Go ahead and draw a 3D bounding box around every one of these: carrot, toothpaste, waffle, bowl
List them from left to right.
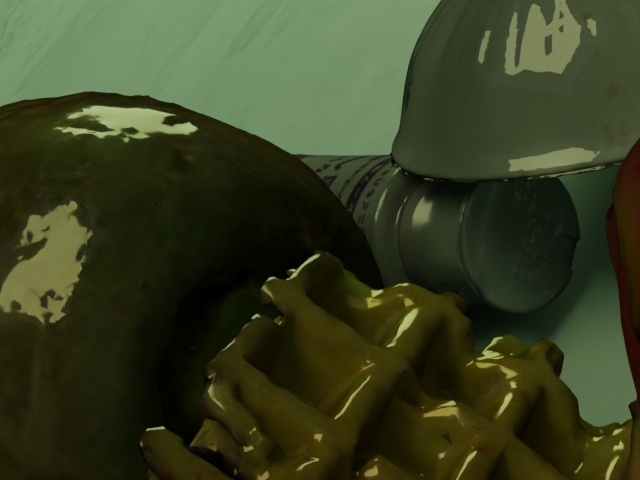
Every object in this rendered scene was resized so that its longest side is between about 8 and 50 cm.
[{"bbox_3d":[-0.128,0.046,0.873,0.341,0.224,0.224,4,52,51],"label":"carrot"},{"bbox_3d":[0.000,0.000,0.948,0.299,0.073,0.114,-2,62,55],"label":"toothpaste"},{"bbox_3d":[0.017,0.117,0.586,0.309,0.283,0.065,-112,34,-41],"label":"waffle"},{"bbox_3d":[0.110,-0.095,0.841,0.189,0.086,0.189,-15,16,4],"label":"bowl"}]

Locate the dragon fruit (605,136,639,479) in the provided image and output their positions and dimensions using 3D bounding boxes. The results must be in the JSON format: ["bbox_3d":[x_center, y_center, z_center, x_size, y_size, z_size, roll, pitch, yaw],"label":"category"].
[{"bbox_3d":[0.204,-0.007,0.559,0.315,0.250,0.250,-38,29,-8],"label":"dragon fruit"}]
